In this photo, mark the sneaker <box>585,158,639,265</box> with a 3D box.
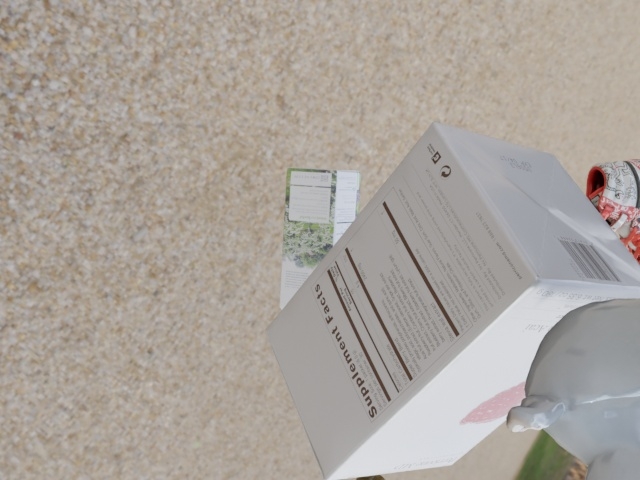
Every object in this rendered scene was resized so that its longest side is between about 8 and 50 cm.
[{"bbox_3d":[0.505,-0.005,1.232,0.090,0.145,0.270,116,-28,-67],"label":"sneaker"}]

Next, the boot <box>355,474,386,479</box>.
[{"bbox_3d":[0.051,0.482,1.206,0.165,0.077,0.213,101,6,-64],"label":"boot"}]

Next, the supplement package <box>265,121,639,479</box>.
[{"bbox_3d":[0.113,0.068,0.709,0.177,0.175,0.293,6,135,-38],"label":"supplement package"}]

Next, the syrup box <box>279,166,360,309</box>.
[{"bbox_3d":[0.000,0.000,1.262,0.096,0.093,0.237,-8,102,-63],"label":"syrup box"}]

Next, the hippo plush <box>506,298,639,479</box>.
[{"bbox_3d":[0.216,0.076,0.406,0.236,0.294,0.234,-33,163,28],"label":"hippo plush"}]

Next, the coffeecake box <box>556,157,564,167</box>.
[{"bbox_3d":[0.221,0.022,0.823,0.068,0.185,0.142,7,142,-23],"label":"coffeecake box"}]
